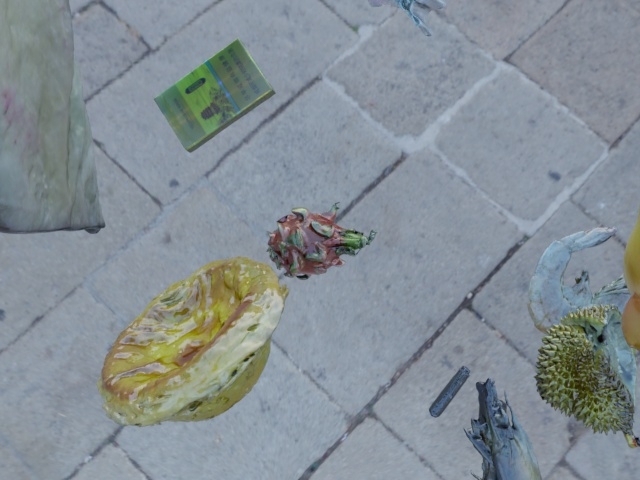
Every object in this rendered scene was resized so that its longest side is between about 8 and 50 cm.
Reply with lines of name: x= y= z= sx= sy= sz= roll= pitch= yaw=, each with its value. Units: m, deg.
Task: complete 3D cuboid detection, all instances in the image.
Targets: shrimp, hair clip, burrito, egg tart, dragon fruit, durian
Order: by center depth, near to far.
burrito: x=-0.183 y=-0.094 z=0.379 sx=0.107 sy=0.347 sz=0.175 roll=14 pitch=41 yaw=7
shrimp: x=0.131 y=0.268 z=0.748 sx=0.198 sy=0.051 sz=0.261 roll=-12 pitch=104 yaw=9
egg tart: x=-0.158 y=0.147 z=0.988 sx=0.295 sy=0.295 sz=0.116 roll=-41 pitch=116 yaw=-16
durian: x=0.420 y=0.220 z=1.166 sx=0.138 sy=0.193 sz=0.237 roll=-17 pitch=93 yaw=32
hair clip: x=0.116 y=-0.432 z=1.294 sx=0.218 sy=0.159 sz=0.071 roll=38 pitch=102 yaw=41
dragon fruit: x=0.000 y=-0.003 z=1.472 sx=0.236 sy=0.135 sz=0.137 roll=-21 pitch=78 yaw=28
shrimp: x=0.619 y=0.080 z=1.653 sx=0.361 sy=0.085 sz=0.246 roll=-30 pitch=99 yaw=-2

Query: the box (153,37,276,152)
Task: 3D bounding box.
box: x=-0.193 y=-0.262 z=1.353 sx=0.193 sy=0.030 sz=0.121 roll=-34 pitch=79 yaw=7

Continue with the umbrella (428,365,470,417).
umbrella: x=0.283 y=0.332 z=1.637 sx=0.031 sy=0.036 sz=0.133 roll=34 pitch=97 yaw=-22

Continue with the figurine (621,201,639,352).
figurine: x=0.239 y=-0.017 z=0.403 sx=0.246 sy=0.131 sz=0.156 roll=-43 pitch=109 yaw=-45
